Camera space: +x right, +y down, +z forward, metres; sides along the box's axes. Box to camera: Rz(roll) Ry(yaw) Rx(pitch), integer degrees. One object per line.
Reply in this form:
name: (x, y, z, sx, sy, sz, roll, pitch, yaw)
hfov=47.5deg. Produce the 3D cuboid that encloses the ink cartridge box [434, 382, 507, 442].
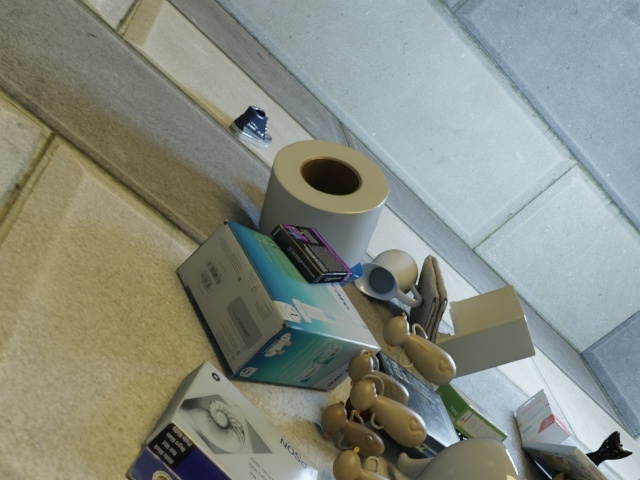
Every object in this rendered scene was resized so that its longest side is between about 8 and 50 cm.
ink cartridge box: (0.313, 0.380, 1.618, 0.209, 0.062, 0.109, 39, 5, -28)

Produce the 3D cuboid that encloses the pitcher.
pitcher: (0.198, 0.105, 1.860, 0.177, 0.126, 0.207, 33, 18, 15)

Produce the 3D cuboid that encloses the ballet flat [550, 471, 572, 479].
ballet flat: (0.673, 0.669, 1.801, 0.232, 0.073, 0.080, 37, 25, 22)

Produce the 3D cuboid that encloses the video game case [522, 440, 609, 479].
video game case: (0.648, 0.597, 1.856, 0.206, 0.026, 0.227, 46, -21, -4)

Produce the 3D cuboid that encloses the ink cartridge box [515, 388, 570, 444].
ink cartridge box: (0.621, 0.511, 2.047, 0.067, 0.115, 0.198, 45, 17, -6)

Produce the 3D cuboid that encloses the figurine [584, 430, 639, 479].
figurine: (0.791, 0.659, 1.980, 0.215, 0.209, 0.092, 53, 17, 17)

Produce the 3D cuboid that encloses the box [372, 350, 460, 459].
box: (0.172, 0.323, 1.356, 0.183, 0.059, 0.233, 38, 13, -18)

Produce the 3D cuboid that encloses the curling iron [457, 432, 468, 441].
curling iron: (0.296, 0.493, 1.367, 0.068, 0.035, 0.274, 28, 37, -45)

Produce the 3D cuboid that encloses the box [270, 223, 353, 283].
box: (-0.013, 0.024, 1.264, 0.116, 0.029, 0.162, 49, 13, 16)

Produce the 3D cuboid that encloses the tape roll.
tape roll: (0.003, -0.073, 1.527, 0.246, 0.169, 0.246, 11, 40, -9)

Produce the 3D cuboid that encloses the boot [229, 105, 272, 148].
boot: (-0.163, -0.306, 1.963, 0.069, 0.086, 0.190, 53, 17, 15)

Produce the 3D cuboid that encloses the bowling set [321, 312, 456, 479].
bowling set: (0.066, 0.269, 1.166, 0.154, 0.199, 0.287, 40, 62, -24)

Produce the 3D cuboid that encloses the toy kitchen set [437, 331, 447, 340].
toy kitchen set: (0.334, 0.301, 1.963, 0.083, 0.075, 0.068, 19, 53, 15)

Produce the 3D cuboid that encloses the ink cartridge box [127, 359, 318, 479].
ink cartridge box: (-0.101, 0.275, 0.868, 0.223, 0.045, 0.224, 46, 17, -8)

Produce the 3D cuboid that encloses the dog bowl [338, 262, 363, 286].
dog bowl: (0.000, 0.000, 1.707, 0.166, 0.074, 0.297, 36, 21, -36)

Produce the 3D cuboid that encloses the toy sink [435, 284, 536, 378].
toy sink: (0.406, 0.232, 1.849, 0.131, 0.234, 0.153, -96, 162, -50)

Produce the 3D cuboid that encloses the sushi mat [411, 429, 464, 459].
sushi mat: (0.253, 0.435, 1.454, 0.316, 0.019, 0.151, 28, 24, -51)

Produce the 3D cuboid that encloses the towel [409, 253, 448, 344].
towel: (0.273, 0.167, 1.839, 0.049, 0.187, 0.282, 13, 21, -1)

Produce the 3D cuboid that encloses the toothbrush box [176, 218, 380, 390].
toothbrush box: (-0.061, 0.115, 1.193, 0.295, 0.126, 0.216, 22, 29, -56)

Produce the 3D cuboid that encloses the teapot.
teapot: (0.209, 0.428, 1.086, 0.256, 0.187, 0.253, 73, 5, -70)
